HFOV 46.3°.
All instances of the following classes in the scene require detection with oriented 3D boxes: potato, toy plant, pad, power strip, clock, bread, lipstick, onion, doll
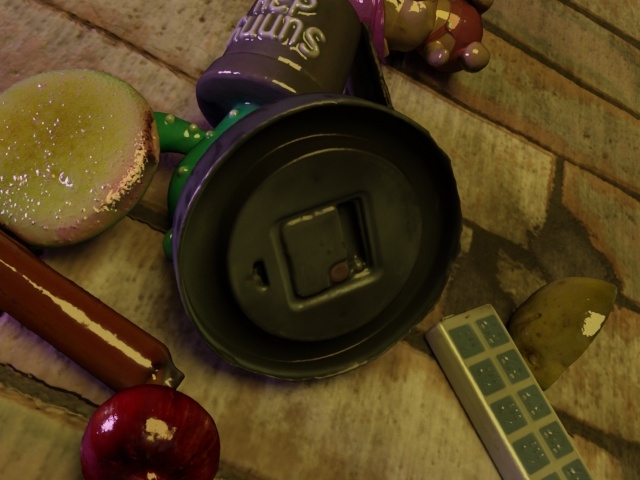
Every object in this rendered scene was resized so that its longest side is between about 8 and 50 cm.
[{"bbox_3d":[0.323,0.107,1.013,0.081,0.120,0.149,38,41,-2],"label":"potato"},{"bbox_3d":[-0.088,-0.139,0.930,0.279,0.185,0.400,29,66,-19],"label":"toy plant"},{"bbox_3d":[0.074,-0.164,1.044,0.022,0.174,0.233,-8,64,-10],"label":"pad"},{"bbox_3d":[0.259,0.248,0.947,0.106,0.043,0.367,-15,68,-34],"label":"power strip"},{"bbox_3d":[0.000,0.000,0.810,0.325,0.325,0.067,5,21,-26],"label":"clock"},{"bbox_3d":[-0.288,-0.098,0.819,0.228,0.033,0.228,-1,67,2],"label":"bread"},{"bbox_3d":[-0.318,0.033,0.756,0.418,0.077,0.077,37,49,-4],"label":"lipstick"},{"bbox_3d":[-0.158,0.200,0.702,0.131,0.131,0.131,14,54,-20],"label":"onion"},{"bbox_3d":[0.156,-0.369,1.232,0.256,0.152,0.196,15,41,-14],"label":"doll"}]
